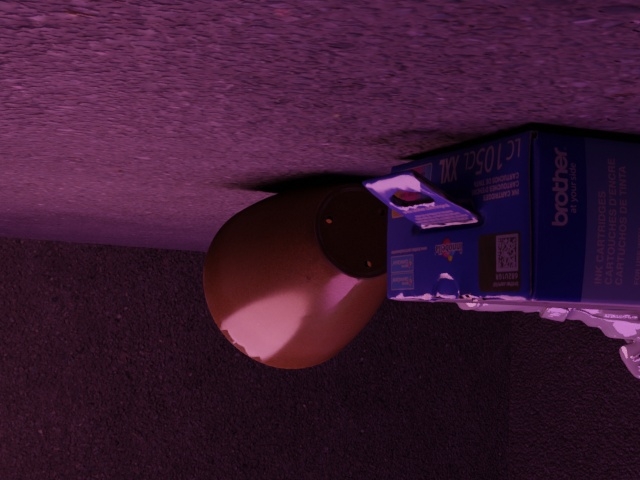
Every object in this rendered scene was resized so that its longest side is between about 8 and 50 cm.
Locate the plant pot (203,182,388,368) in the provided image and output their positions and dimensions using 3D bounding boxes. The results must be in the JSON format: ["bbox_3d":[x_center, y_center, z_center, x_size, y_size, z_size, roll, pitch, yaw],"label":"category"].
[{"bbox_3d":[0.002,0.024,1.298,0.237,0.237,0.254,4,162,-23],"label":"plant pot"}]

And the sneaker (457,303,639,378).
[{"bbox_3d":[0.385,0.096,1.474,0.366,0.210,0.137,-14,-160,18],"label":"sneaker"}]

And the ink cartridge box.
[{"bbox_3d":[0.239,-0.006,0.983,0.396,0.151,0.270,2,176,-23],"label":"ink cartridge box"}]
